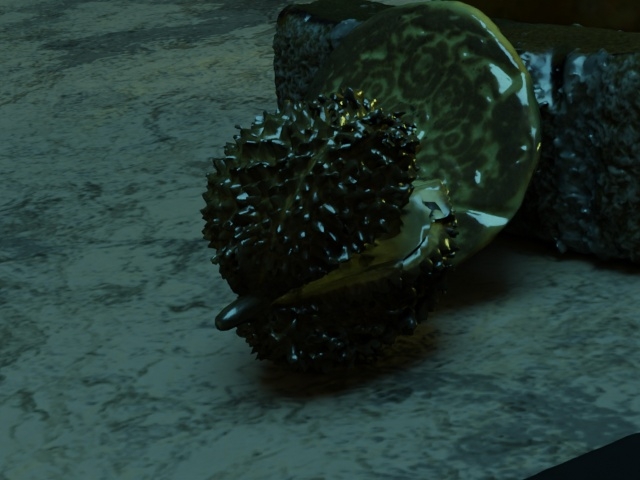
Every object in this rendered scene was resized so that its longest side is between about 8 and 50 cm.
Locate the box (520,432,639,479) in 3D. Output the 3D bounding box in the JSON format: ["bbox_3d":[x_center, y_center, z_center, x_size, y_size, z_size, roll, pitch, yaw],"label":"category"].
[{"bbox_3d":[0.158,0.153,0.813,0.125,0.027,0.126,-19,26,-18],"label":"box"}]

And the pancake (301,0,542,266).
[{"bbox_3d":[0.057,-0.070,1.171,0.250,0.250,0.031,16,-9,45],"label":"pancake"}]

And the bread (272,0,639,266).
[{"bbox_3d":[0.125,-0.100,1.255,0.113,0.165,0.416,-20,24,-39],"label":"bread"}]

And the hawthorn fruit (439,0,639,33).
[{"bbox_3d":[0.266,-0.227,1.343,0.325,0.308,0.308,-8,22,5],"label":"hawthorn fruit"}]

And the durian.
[{"bbox_3d":[0.000,0.000,1.028,0.196,0.196,0.167,-22,11,-30],"label":"durian"}]
